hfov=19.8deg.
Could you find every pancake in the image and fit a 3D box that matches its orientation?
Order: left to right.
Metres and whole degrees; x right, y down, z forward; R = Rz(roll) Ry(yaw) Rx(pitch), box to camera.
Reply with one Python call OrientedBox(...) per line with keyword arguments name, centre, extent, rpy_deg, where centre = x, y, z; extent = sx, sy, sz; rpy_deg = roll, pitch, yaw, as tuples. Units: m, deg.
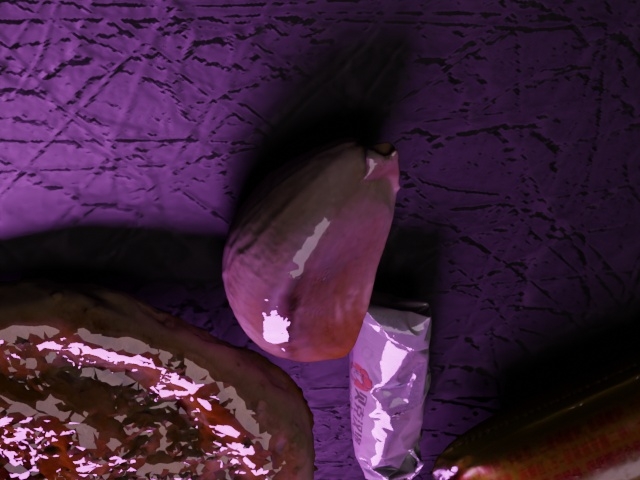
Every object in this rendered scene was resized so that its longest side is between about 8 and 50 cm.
OrientedBox(name="pancake", centre=(-0.172, 0.188, 1.301), extent=(0.356, 0.065, 0.356), rpy_deg=(-5, 116, -11))

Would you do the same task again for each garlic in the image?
OrientedBox(name="garlic", centre=(-0.014, 0.008, 1.227), extent=(0.101, 0.087, 0.195), rpy_deg=(-9, 134, -25))

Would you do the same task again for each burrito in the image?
OrientedBox(name="burrito", centre=(0.052, 0.109, 1.361), extent=(0.064, 0.064, 0.203), rpy_deg=(-8, 134, -7))

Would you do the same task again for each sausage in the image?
OrientedBox(name="sausage", centre=(0.209, 0.160, 1.407), extent=(0.317, 0.117, 0.125), rpy_deg=(-26, 144, 11))
